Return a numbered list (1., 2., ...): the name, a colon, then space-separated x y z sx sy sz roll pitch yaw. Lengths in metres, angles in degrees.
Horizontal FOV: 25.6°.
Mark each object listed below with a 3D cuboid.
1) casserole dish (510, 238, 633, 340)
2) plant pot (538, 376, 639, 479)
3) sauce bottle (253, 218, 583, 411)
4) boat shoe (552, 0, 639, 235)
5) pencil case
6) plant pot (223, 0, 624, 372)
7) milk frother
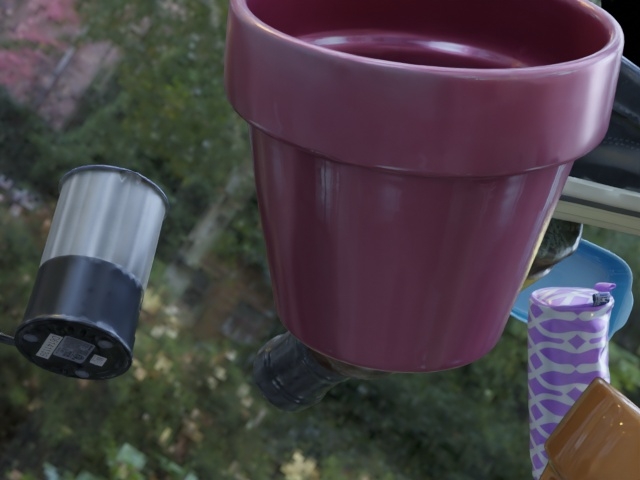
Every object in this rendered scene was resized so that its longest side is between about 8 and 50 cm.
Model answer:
1. casserole dish: 0.274 0.051 1.609 0.188 0.114 0.037 22 -2 -23
2. plant pot: 0.220 0.257 0.897 0.291 0.203 0.291 41 4 -3
3. sauce bottle: 0.064 0.047 1.155 0.111 0.111 0.344 34 -46 -15
4. boat shoe: 0.240 -0.100 1.012 0.500 0.156 0.187 7 25 -38
5. pencil case: 0.246 0.141 1.368 0.088 0.206 0.086 -10 16 -34
6. plant pot: 0.046 -0.039 0.746 0.201 0.180 0.201 5 27 -2
7. milk frother: -0.199 0.017 1.007 0.143 0.134 0.129 33 -41 -31
